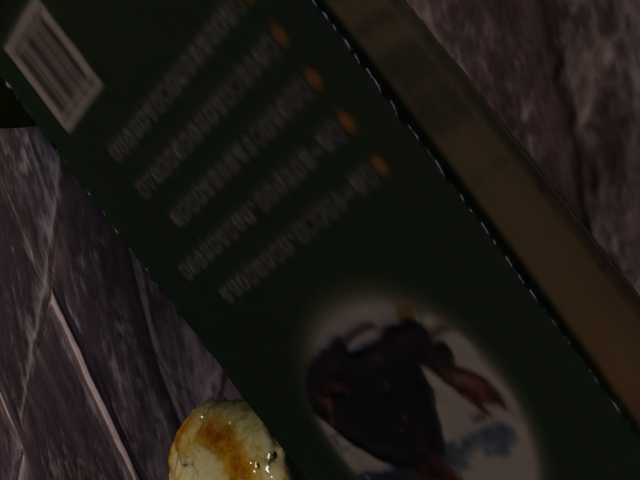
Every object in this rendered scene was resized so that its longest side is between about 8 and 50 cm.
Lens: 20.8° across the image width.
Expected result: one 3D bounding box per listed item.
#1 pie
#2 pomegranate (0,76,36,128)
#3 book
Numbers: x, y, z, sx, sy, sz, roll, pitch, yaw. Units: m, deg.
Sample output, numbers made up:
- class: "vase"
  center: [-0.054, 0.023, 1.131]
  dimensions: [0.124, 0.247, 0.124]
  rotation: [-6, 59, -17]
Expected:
- class: "pie"
  center: [-0.027, 0.204, 0.980]
  dimensions: [0.201, 0.090, 0.248]
  rotation: [-137, 39, -66]
- class: "pomegranate"
  center: [-0.155, -0.156, 0.905]
  dimensions: [0.302, 0.236, 0.236]
  rotation: [25, 128, 35]
- class: "book"
  center: [0.000, 0.000, 0.709]
  dimensions: [0.371, 0.043, 0.260]
  rotation: [53, 151, 0]
